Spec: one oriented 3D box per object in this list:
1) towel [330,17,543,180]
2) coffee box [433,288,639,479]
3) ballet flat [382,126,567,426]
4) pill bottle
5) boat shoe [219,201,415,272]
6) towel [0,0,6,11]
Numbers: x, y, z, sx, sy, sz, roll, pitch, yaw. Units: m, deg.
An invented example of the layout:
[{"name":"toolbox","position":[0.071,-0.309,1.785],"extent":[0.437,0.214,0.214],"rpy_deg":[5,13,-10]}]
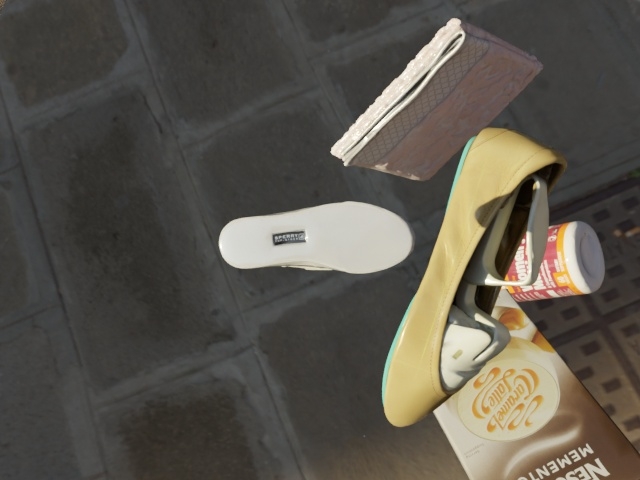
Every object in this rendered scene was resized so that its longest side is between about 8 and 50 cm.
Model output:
[{"name":"towel","position":[0.224,-0.240,1.205],"extent":[0.332,0.317,0.053],"rpy_deg":[-44,62,32]},{"name":"coffee box","position":[0.197,0.182,0.648],"extent":[0.141,0.098,0.246],"rpy_deg":[-28,39,1]},{"name":"ballet flat","position":[0.107,0.035,0.453],"extent":[0.073,0.080,0.232],"rpy_deg":[22,99,41]},{"name":"pill bottle","position":[0.360,0.044,1.119],"extent":[0.221,0.121,0.121],"rpy_deg":[-15,66,44]},{"name":"boat shoe","position":[0.000,0.000,0.332],"extent":[0.100,0.035,0.035],"rpy_deg":[-5,90,17]},{"name":"towel","position":[-0.234,-0.182,0.288],"extent":[0.049,0.187,0.282],"rpy_deg":[-8,87,21]}]
